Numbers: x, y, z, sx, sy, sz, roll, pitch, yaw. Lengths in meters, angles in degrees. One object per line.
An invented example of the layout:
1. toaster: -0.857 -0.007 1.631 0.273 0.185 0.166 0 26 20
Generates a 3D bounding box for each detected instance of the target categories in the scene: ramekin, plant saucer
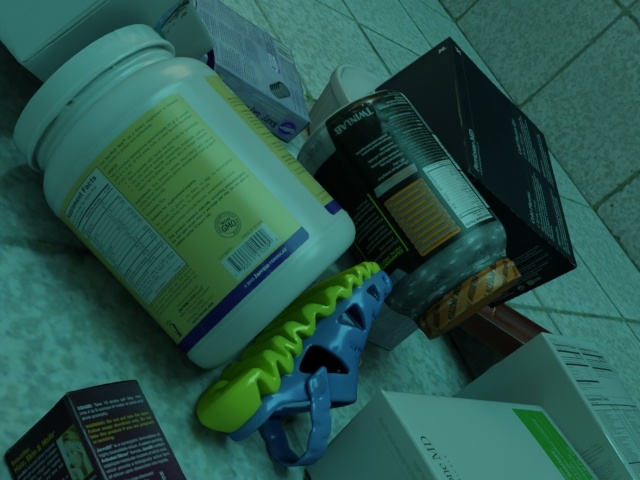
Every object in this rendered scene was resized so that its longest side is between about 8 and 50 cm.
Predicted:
1. ramekin: 0.095 -0.209 1.578 0.273 0.127 0.273 35 30 -23
2. plant saucer: 0.327 0.159 1.411 0.258 0.047 0.259 18 13 -43

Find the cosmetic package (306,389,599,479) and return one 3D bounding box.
1. cosmetic package: 0.185 0.309 0.964 0.365 0.155 0.197 16 31 -46

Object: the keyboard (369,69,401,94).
1. keyboard: 0.156 -0.299 1.630 0.072 0.014 0.256 46 27 -2

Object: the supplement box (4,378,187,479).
1. supplement box: -0.167 0.223 0.653 0.081 0.104 0.188 0 52 -56

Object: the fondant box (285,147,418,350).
1. fondant box: 0.000 0.000 1.200 0.330 0.096 0.238 26 34 -33

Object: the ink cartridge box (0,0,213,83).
1. ink cartridge box: -0.286 -0.295 0.967 0.198 0.197 0.270 51 -2 8

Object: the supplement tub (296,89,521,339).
1. supplement tub: 0.122 -0.034 1.106 0.316 0.193 0.193 57 29 15

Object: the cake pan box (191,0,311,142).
1. cake pan box: -0.146 -0.330 1.466 0.246 0.070 0.267 28 32 -36

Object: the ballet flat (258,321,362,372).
1. ballet flat: -0.016 0.128 1.050 0.168 0.052 0.057 34 29 -22

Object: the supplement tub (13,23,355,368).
1. supplement tub: -0.150 -0.049 0.894 0.331 0.241 0.241 47 27 1

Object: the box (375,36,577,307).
1. box: 0.261 -0.117 1.396 0.312 0.179 0.343 36 38 -33

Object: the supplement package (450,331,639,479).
1. supplement package: 0.365 0.305 1.193 0.198 0.199 0.262 14 42 -48

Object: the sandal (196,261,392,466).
1. sandal: -0.005 0.144 0.939 0.138 0.126 0.317 51 51 -7

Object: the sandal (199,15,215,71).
1. sandal: -0.215 -0.294 1.174 0.169 0.102 0.416 -9 78 -59
